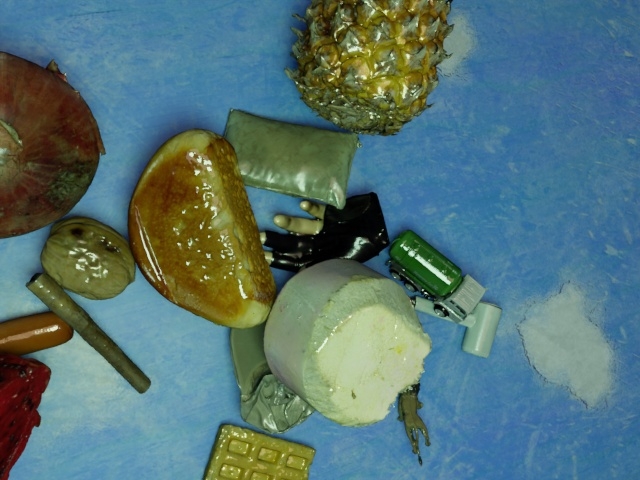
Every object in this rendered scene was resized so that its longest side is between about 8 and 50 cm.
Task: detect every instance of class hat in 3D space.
[{"bbox_3d":[-0.101,0.281,1.453,0.214,0.149,0.245,-4,51,-25],"label":"hat"}]

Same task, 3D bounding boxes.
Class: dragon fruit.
[{"bbox_3d":[-0.658,0.335,1.219,0.228,0.286,0.329,-50,149,-50],"label":"dragon fruit"}]

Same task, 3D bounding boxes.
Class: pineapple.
[{"bbox_3d":[0.096,-0.394,1.412,0.352,0.352,0.300,23,82,-18],"label":"pineapple"}]

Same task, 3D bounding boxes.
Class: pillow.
[{"bbox_3d":[-0.070,-0.176,1.436,0.302,0.075,0.185,12,69,2],"label":"pillow"}]

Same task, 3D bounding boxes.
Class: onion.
[{"bbox_3d":[-0.566,-0.174,1.189,0.353,0.353,0.354,1,87,-20],"label":"onion"}]

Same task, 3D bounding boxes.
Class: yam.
[{"bbox_3d":[-0.438,0.183,1.292,0.327,0.045,0.045,56,28,-30],"label":"yam"}]

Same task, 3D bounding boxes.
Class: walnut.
[{"bbox_3d":[-0.443,0.038,1.293,0.184,0.155,0.155,27,79,-18],"label":"walnut"}]

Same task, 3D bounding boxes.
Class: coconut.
[{"bbox_3d":[0.044,0.190,1.317,0.297,0.309,0.297,-5,103,-22],"label":"coconut"}]

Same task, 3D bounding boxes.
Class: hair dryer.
[{"bbox_3d":[0.317,0.190,1.608,0.236,0.073,0.131,20,82,-15],"label":"hair dryer"}]

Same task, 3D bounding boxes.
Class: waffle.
[{"bbox_3d":[-0.148,0.534,1.427,0.221,0.055,0.248,22,81,-18],"label":"waffle"}]

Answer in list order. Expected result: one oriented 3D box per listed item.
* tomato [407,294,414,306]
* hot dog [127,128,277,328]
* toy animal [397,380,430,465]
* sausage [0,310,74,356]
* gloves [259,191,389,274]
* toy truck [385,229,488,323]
[{"bbox_3d":[0.096,0.174,1.510,0.228,0.101,0.228,0,87,0],"label":"tomato"},{"bbox_3d":[-0.247,-0.006,1.331,0.223,0.185,0.405,-16,95,11],"label":"hot dog"},{"bbox_3d":[0.213,0.410,1.549,0.069,0.086,0.220,-9,67,1],"label":"toy animal"},{"bbox_3d":[-0.573,0.184,1.276,0.197,0.076,0.076,-15,93,-20],"label":"sausage"},{"bbox_3d":[0.005,0.003,1.456,0.301,0.152,0.197,-4,55,-9],"label":"gloves"},{"bbox_3d":[0.262,0.078,1.538,0.242,0.125,0.101,39,69,5],"label":"toy truck"}]
